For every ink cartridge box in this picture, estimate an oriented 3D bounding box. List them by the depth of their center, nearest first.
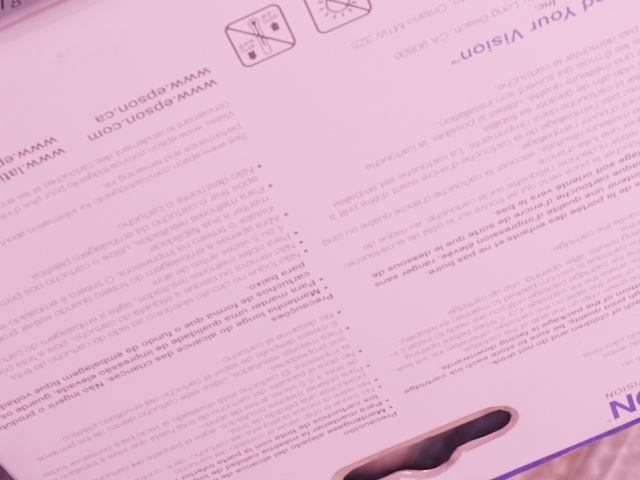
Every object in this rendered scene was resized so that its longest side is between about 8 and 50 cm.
[{"bbox_3d":[0.000,0.000,0.518,0.324,0.330,0.071,-23,45,4],"label":"ink cartridge box"}]
